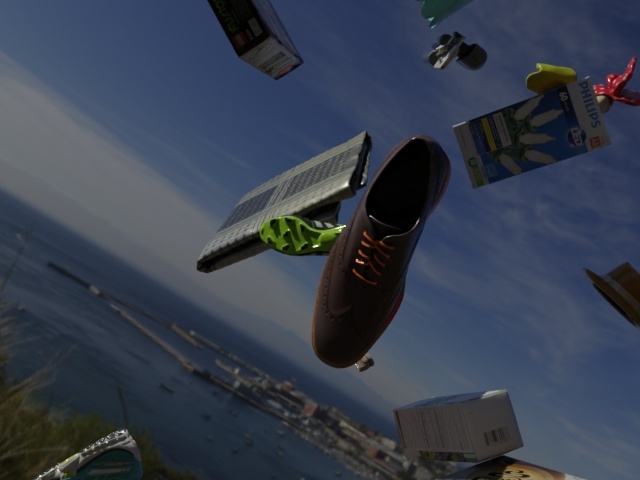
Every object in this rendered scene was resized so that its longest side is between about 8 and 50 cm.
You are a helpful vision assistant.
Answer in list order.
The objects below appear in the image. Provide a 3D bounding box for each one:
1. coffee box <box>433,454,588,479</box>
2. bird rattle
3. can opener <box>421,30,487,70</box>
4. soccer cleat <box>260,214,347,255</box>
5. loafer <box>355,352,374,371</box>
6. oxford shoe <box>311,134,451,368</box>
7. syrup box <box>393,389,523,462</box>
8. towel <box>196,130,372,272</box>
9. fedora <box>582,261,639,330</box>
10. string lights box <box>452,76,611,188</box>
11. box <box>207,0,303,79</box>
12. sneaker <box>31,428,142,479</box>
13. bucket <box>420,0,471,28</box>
[{"bbox_3d":[0.301,0.395,0.860,0.168,0.118,0.297,-7,0,-29],"label":"coffee box"},{"bbox_3d":[0.532,-0.275,1.333,0.254,0.207,0.143,27,-31,51],"label":"bird rattle"},{"bbox_3d":[0.260,-0.372,1.311,0.093,0.074,0.280,34,14,-10],"label":"can opener"},{"bbox_3d":[0.000,0.000,0.931,0.179,0.060,0.072,5,-12,20],"label":"soccer cleat"},{"bbox_3d":[0.068,0.243,1.430,0.125,0.039,0.045,40,-22,43],"label":"loafer"},{"bbox_3d":[0.052,0.011,0.683,0.097,0.271,0.098,22,3,13],"label":"oxford shoe"},{"bbox_3d":[0.226,0.317,1.102,0.093,0.096,0.237,-8,-14,-24],"label":"syrup box"},{"bbox_3d":[-0.049,-0.073,1.194,0.056,0.324,0.312,58,22,-18],"label":"towel"},{"bbox_3d":[0.595,0.098,1.241,0.194,0.079,0.194,44,11,-11],"label":"fedora"},{"bbox_3d":[0.404,-0.203,1.242,0.260,0.133,0.077,-18,2,23],"label":"string lights box"},{"bbox_3d":[-0.092,-0.258,0.611,0.206,0.036,0.114,61,13,4],"label":"box"},{"bbox_3d":[-0.459,0.461,1.204,0.109,0.275,0.107,61,7,8],"label":"sneaker"},{"bbox_3d":[0.246,-0.600,1.322,0.281,0.183,0.281,53,21,-30],"label":"bucket"}]
